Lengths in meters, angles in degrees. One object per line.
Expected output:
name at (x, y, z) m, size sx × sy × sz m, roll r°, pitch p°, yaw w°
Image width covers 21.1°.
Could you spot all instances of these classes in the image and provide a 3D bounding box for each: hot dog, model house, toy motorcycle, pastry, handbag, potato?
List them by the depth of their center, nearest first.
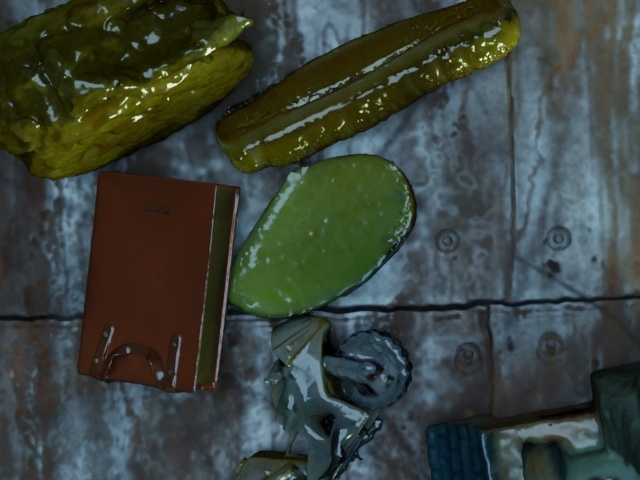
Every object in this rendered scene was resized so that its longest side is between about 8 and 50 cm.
model house at (0.172, 0.260, 1.466) m, size 0.324 × 0.194 × 0.267 m, roll -9°, pitch 90°, yaw 8°
pastry at (-0.185, -0.151, 1.467) m, size 0.240 × 0.235 × 0.132 m, roll -29°, pitch 84°, yaw -7°
hot dog at (0.044, -0.137, 1.528) m, size 0.289 × 0.068 × 0.083 m, roll -24°, pitch 47°, yaw 4°
toy motorcycle at (-0.017, 0.161, 1.531) m, size 0.129 × 0.094 × 0.229 m, roll 34°, pitch 106°, yaw 8°
handbag at (-0.146, 0.038, 1.536) m, size 0.127 × 0.063 × 0.190 m, roll 8°, pitch 92°, yaw 25°
potato at (0.000, 0.000, 1.542) m, size 0.198 × 0.054 × 0.119 m, roll -45°, pitch 79°, yaw 8°
